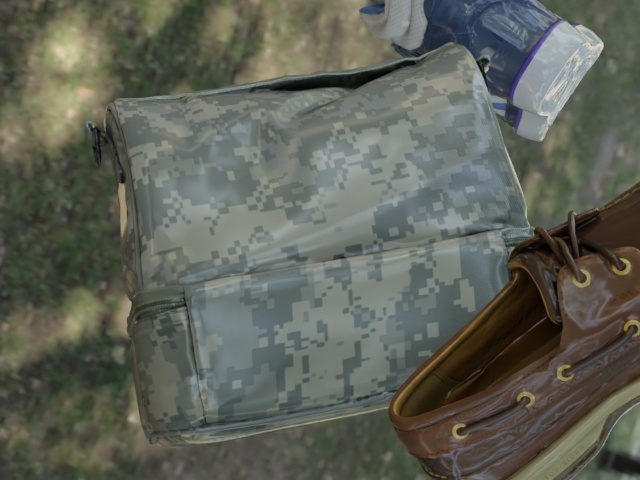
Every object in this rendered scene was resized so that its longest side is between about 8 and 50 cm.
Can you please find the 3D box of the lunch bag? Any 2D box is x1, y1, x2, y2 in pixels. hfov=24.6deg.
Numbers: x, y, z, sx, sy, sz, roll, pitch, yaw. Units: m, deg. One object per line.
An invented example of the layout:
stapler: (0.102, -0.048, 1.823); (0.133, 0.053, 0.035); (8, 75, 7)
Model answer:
lunch bag: (0.000, 0.000, 1.059); (0.212, 0.305, 0.256); (135, -56, -79)

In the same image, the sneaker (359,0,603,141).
sneaker: (0.156, -0.218, 1.513); (0.130, 0.236, 0.323); (-57, 170, 6)

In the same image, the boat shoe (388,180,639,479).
boat shoe: (0.097, 0.021, 0.515); (0.060, 0.064, 0.178); (38, 101, -26)
